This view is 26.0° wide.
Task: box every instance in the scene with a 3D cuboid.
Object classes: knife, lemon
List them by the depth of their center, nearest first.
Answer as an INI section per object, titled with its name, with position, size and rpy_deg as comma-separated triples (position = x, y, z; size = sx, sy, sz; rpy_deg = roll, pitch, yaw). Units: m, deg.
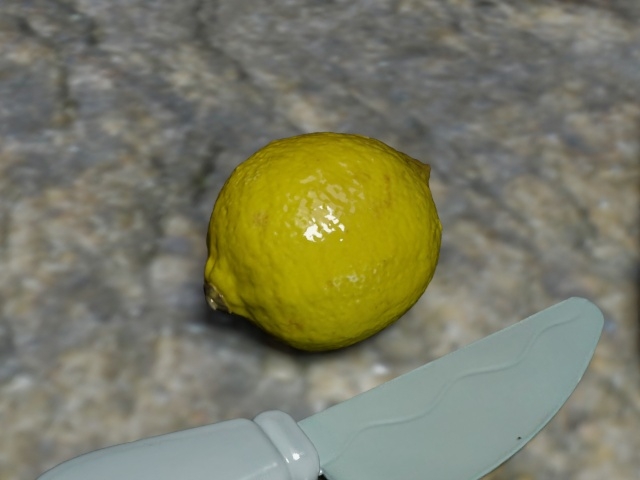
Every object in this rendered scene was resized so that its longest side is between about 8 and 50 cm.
[knife]
position = 0.018, 0.097, 0.650
size = 0.331, 0.044, 0.080
rpy_deg = -16, 51, -25
[lemon]
position = 0.000, 0.000, 0.684
size = 0.133, 0.109, 0.109
rpy_deg = -28, 56, -18
